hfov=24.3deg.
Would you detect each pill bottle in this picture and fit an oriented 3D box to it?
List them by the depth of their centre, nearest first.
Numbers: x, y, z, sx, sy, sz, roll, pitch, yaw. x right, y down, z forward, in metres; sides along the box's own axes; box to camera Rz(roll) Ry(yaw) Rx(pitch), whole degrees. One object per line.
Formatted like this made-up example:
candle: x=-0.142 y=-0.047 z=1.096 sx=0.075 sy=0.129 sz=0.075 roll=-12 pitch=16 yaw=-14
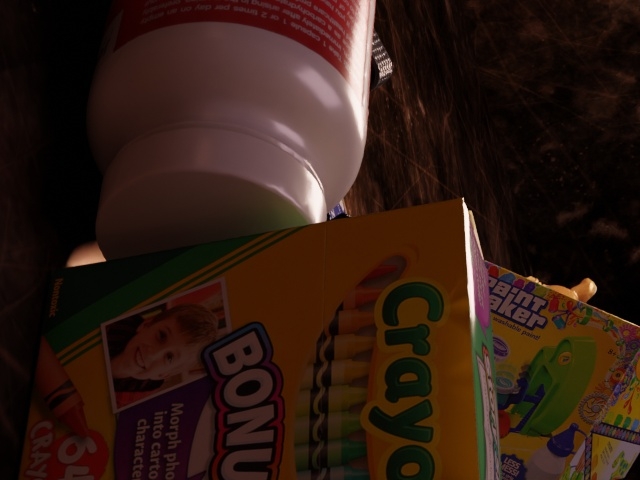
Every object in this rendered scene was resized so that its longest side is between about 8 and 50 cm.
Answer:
pill bottle: x=-0.070 y=-0.150 z=1.248 sx=0.229 sy=0.229 sz=0.407 roll=64 pitch=23 yaw=-45

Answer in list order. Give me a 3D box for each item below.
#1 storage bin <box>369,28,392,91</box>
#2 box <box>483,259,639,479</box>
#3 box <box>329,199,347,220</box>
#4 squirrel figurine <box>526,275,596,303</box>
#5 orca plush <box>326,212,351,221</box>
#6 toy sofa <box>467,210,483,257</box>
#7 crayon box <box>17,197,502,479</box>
storage bin: x=-0.011 y=-0.235 z=1.691 sx=0.180 sy=0.122 sz=0.084 roll=61 pitch=16 yaw=-5
box: x=0.197 y=0.199 z=1.699 sx=0.279 sy=0.290 sz=0.177 roll=-55 pitch=146 yaw=-18
box: x=0.000 y=0.000 z=1.811 sx=0.225 sy=0.036 sz=0.136 roll=-51 pitch=129 yaw=-70
squirrel figurine: x=0.309 y=0.208 z=2.309 sx=0.397 sy=0.281 sz=0.370 roll=-110 pitch=-165 yaw=-58
orca plush: x=-0.007 y=-0.037 z=1.621 sx=0.151 sy=0.102 sz=0.287 roll=-56 pitch=135 yaw=-52
toy sofa: x=0.144 y=0.097 z=2.062 sx=0.362 sy=0.150 sz=0.177 roll=-57 pitch=133 yaw=-70
crayon box: x=-0.040 y=0.161 z=0.980 sx=0.106 sy=0.313 sz=0.363 roll=63 pitch=21 yaw=-48
